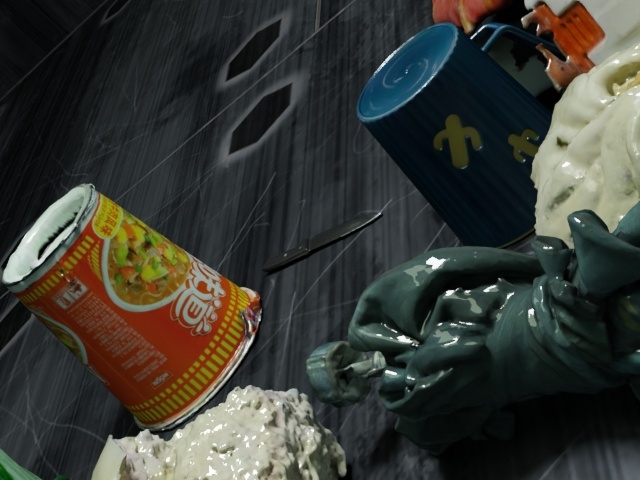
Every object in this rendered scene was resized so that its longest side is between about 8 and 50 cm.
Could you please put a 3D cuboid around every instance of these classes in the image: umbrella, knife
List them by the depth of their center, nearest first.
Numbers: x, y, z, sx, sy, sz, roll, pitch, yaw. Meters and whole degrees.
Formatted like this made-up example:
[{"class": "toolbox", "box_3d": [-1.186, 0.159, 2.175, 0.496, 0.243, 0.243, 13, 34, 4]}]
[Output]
[{"class": "umbrella", "box_3d": [0.106, 0.071, 0.856, 0.094, 0.143, 0.349, -13, -3, -43]}, {"class": "knife", "box_3d": [0.000, 0.000, 1.324, 0.170, 0.010, 0.023, -24, 38, 40]}]

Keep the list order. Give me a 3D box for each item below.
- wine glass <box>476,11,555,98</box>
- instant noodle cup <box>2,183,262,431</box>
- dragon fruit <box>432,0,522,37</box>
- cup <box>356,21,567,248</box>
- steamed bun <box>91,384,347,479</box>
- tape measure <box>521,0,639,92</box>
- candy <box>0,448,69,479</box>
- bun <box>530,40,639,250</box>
[{"class": "wine glass", "box_3d": [0.150, -0.151, 1.216, 0.195, 0.079, 0.079, -23, 33, 47]}, {"class": "instant noodle cup", "box_3d": [-0.196, 0.057, 1.313, 0.193, 0.212, 0.193, -38, 25, 21]}, {"class": "dragon fruit", "box_3d": [0.157, -0.326, 1.218, 0.286, 0.228, 0.329, -30, 10, -20]}, {"class": "cup", "box_3d": [0.132, -0.104, 1.072, 0.176, 0.155, 0.131, -50, 23, -3]}, {"class": "steamed bun", "box_3d": [-0.080, 0.215, 0.912, 0.200, 0.170, 0.225, -38, 26, 13]}, {"class": "tape measure", "box_3d": [0.297, -0.244, 0.949, 0.265, 0.130, 0.258, -37, -4, -26]}, {"class": "candy", "box_3d": [-0.215, 0.287, 0.801, 0.172, 0.398, 0.263, -16, 12, -8]}, {"class": "bun", "box_3d": [0.231, -0.065, 0.870, 0.231, 0.133, 0.231, -36, 26, 21]}]
